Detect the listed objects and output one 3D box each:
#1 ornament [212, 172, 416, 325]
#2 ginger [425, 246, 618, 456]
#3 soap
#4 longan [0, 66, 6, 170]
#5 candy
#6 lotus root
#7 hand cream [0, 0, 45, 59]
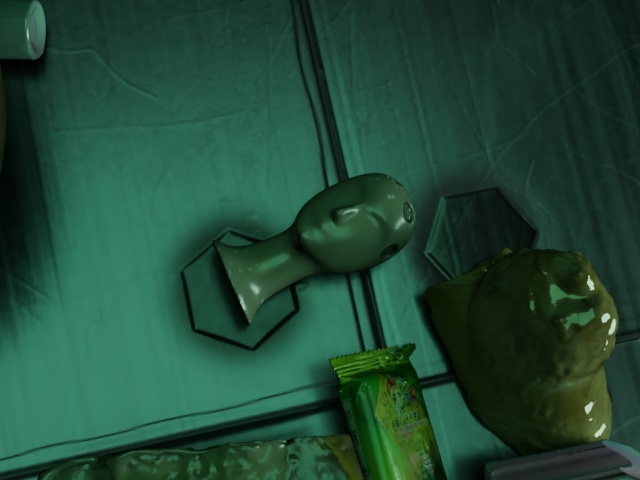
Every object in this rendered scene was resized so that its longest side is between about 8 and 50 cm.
[{"bbox_3d":[0.000,0.000,0.730,0.156,0.081,0.075,-23,70,-7],"label":"ornament"},{"bbox_3d":[0.186,0.094,0.727,0.115,0.122,0.193,-31,95,-24],"label":"ginger"},{"bbox_3d":[0.202,0.209,0.718,0.149,0.056,0.100,-8,111,-10],"label":"soap"},{"bbox_3d":[-0.358,-0.095,0.557,0.360,0.361,0.361,2,80,-8],"label":"longan"},{"bbox_3d":[0.061,0.168,0.707,0.032,0.102,0.178,-21,78,33],"label":"candy"},{"bbox_3d":[-0.076,0.202,0.654,0.234,0.138,0.119,-5,75,-9],"label":"lotus root"},{"bbox_3d":[-0.305,-0.166,0.734,0.174,0.047,0.076,4,81,1],"label":"hand cream"}]
